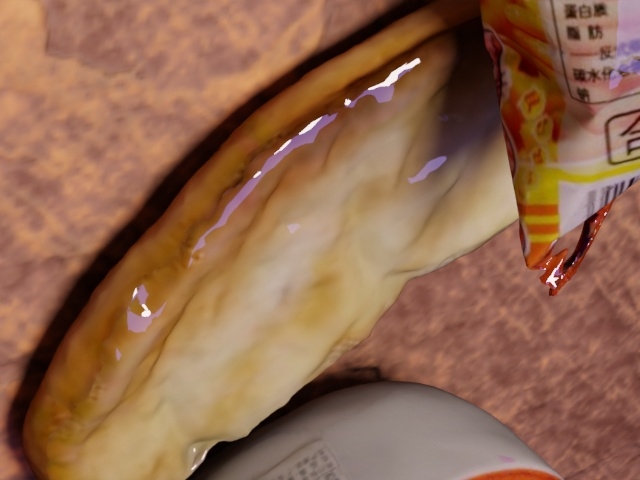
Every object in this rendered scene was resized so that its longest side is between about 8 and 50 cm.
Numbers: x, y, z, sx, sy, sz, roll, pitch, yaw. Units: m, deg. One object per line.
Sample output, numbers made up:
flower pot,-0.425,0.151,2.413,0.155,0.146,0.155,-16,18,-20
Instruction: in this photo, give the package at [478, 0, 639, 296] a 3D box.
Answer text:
package,0.135,-0.144,0.636,0.223,0.108,0.288,-33,128,-27

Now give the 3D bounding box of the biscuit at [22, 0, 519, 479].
biscuit,-0.002,-0.001,0.731,0.299,0.045,0.154,-36,145,-6

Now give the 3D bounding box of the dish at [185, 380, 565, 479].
dish,0.001,0.164,0.840,0.256,0.117,0.256,-24,140,-23
